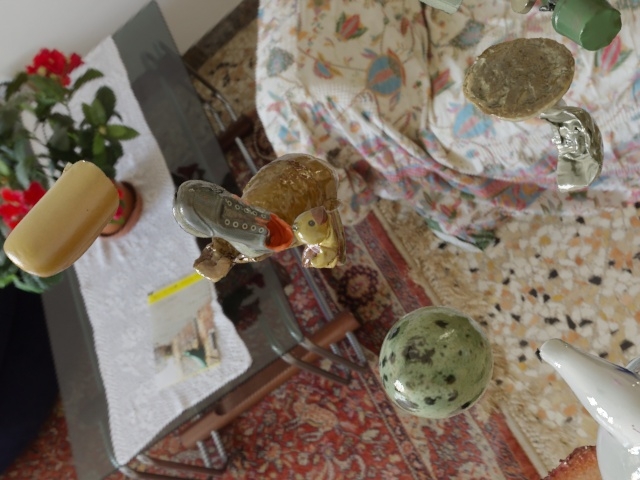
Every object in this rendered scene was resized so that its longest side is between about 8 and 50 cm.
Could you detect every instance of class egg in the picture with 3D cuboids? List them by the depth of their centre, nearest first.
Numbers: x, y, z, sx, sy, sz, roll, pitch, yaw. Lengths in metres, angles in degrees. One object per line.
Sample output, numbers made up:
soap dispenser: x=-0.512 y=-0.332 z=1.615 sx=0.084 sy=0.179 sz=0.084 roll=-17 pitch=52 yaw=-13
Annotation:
egg: x=0.178 y=0.194 z=1.131 sx=0.177 sy=0.228 sz=0.177 roll=3 pitch=96 yaw=25

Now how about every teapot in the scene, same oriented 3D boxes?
teapot: x=0.438 y=0.220 z=0.831 sx=0.252 sy=0.424 sz=0.280 roll=-60 pitch=18 yaw=16

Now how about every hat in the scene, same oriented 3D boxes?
hat: x=0.552 y=-0.240 z=1.548 sx=0.149 sy=0.214 sz=0.244 roll=-4 pitch=37 yaw=40

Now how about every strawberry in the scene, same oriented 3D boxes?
strawberry: x=0.503 y=0.497 z=1.373 sx=0.208 sy=0.087 sz=0.167 roll=-40 pitch=66 yaw=3

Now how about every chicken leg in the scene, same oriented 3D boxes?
chicken leg: x=-0.132 y=-0.016 z=1.407 sx=0.295 sy=0.182 sz=0.409 roll=-29 pitch=13 yaw=35

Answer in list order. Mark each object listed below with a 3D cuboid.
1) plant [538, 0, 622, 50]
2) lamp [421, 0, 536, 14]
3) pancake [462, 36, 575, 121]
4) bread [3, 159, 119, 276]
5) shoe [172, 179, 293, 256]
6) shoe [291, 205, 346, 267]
plant: x=0.230 y=-0.214 z=0.658 sx=0.051 sy=0.051 sz=0.102 roll=-36 pitch=42 yaw=14
lamp: x=0.230 y=-0.410 z=1.119 sx=0.215 sy=0.121 sz=0.121 roll=5 pitch=64 yaw=-13
pancake: x=0.270 y=-0.225 z=0.986 sx=0.152 sy=0.025 sz=0.151 roll=-12 pitch=59 yaw=20
bread: x=-0.192 y=-0.018 z=0.556 sx=0.049 sy=0.062 sz=0.103 roll=44 pitch=97 yaw=-1
shoe: x=-0.108 y=-0.030 z=0.942 sx=0.077 sy=0.194 sz=0.074 roll=-1 pitch=71 yaw=32
shoe: x=0.001 y=0.004 z=0.989 sx=0.069 sy=0.109 sz=0.072 roll=-14 pitch=69 yaw=1
